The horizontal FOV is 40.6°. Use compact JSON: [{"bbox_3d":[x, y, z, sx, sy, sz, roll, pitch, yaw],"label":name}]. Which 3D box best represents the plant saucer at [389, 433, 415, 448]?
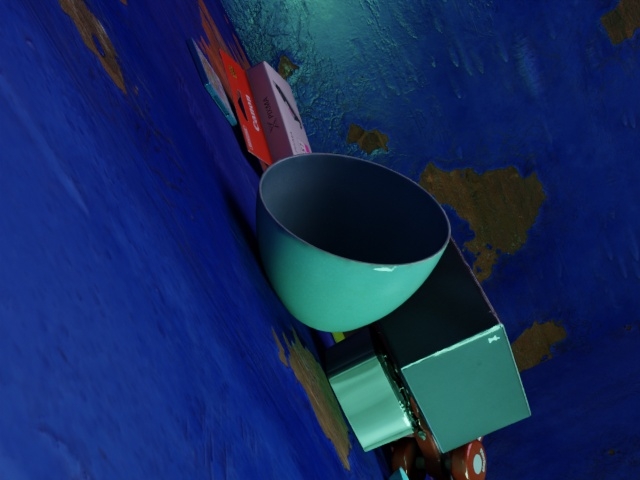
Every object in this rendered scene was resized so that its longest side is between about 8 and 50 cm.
[{"bbox_3d":[0.166,0.389,1.897,0.198,0.036,0.198,42,27,-28],"label":"plant saucer"}]

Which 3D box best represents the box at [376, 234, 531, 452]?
[{"bbox_3d":[0.201,0.153,1.488,0.296,0.183,0.294,62,3,-45],"label":"box"}]

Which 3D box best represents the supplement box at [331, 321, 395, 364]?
[{"bbox_3d":[0.123,0.173,1.859,0.129,0.194,0.191,-9,73,-86],"label":"supplement box"}]

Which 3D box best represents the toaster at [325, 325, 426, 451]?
[{"bbox_3d":[0.092,0.262,1.518,0.168,0.110,0.185,63,4,-11],"label":"toaster"}]

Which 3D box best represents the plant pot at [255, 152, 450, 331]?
[{"bbox_3d":[0.030,0.024,1.318,0.290,0.290,0.195,-110,-151,-51],"label":"plant pot"}]

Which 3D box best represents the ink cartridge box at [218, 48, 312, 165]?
[{"bbox_3d":[-0.109,-0.274,1.888,0.239,0.060,0.275,34,34,-61],"label":"ink cartridge box"}]

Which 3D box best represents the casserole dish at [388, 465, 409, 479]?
[{"bbox_3d":[0.166,0.500,1.560,0.114,0.037,0.188,59,6,-52],"label":"casserole dish"}]

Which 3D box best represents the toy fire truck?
[{"bbox_3d":[0.240,0.344,1.743,0.254,0.169,0.302,-52,124,-48],"label":"toy fire truck"}]

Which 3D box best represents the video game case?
[{"bbox_3d":[-0.215,-0.315,1.726,0.166,0.015,0.119,57,9,-65],"label":"video game case"}]

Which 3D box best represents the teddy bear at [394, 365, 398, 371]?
[{"bbox_3d":[0.169,0.354,2.111,0.338,0.113,0.245,59,0,12],"label":"teddy bear"}]

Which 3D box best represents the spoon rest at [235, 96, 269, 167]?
[{"bbox_3d":[-0.127,-0.251,2.003,0.276,0.084,0.137,55,10,-72],"label":"spoon rest"}]
